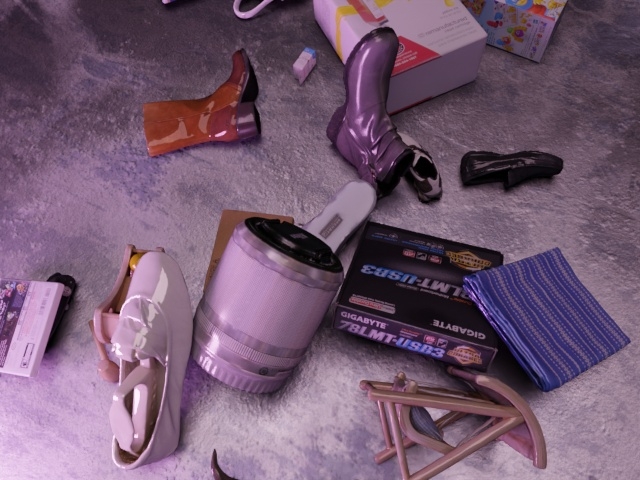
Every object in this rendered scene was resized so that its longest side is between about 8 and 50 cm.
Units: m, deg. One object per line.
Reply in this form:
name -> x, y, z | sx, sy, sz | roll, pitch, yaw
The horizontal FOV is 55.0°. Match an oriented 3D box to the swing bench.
swing bench -> 0.210, 0.301, 1.044 | 0.254, 0.253, 0.165 | -11, 81, -2

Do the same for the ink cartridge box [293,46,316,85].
ink cartridge box -> -0.044, -0.436, 1.542 | 0.028, 0.048, 0.083 | 25, 68, 14

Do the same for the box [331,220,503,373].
box -> 0.197, 0.094, 1.193 | 0.295, 0.073, 0.293 | 15, 35, 10

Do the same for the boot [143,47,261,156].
boot -> -0.292, -0.339, 1.507 | 0.280, 0.096, 0.264 | -9, 71, 6

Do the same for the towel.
towel -> 0.433, 0.132, 1.155 | 0.335, 0.040, 0.243 | -11, 59, -41

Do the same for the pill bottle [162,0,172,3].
pill bottle -> -0.363, -0.714, 1.667 | 0.169, 0.094, 0.094 | -22, 65, -7

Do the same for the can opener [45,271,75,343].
can opener -> -0.566, 0.155, 1.287 | 0.059, 0.073, 0.186 | 24, 65, -29

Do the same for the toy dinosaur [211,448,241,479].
toy dinosaur -> -0.127, 0.521, 1.067 | 0.160, 0.121, 0.314 | -10, 59, -15

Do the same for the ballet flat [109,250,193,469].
ballet flat -> -0.308, 0.223, 1.082 | 0.139, 0.139, 0.401 | 7, 102, 6

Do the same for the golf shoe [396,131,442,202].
golf shoe -> 0.218, -0.185, 1.385 | 0.077, 0.094, 0.198 | -27, 64, -9

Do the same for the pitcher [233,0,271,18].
pitcher -> -0.135, -0.686, 1.640 | 0.207, 0.125, 0.178 | -2, 84, 13

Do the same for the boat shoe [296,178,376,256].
boat shoe -> -0.003, -0.003, 1.298 | 0.113, 0.105, 0.306 | 40, 86, 10

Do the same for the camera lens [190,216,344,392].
camera lens -> -0.100, 0.110, 1.135 | 0.219, 0.219, 0.274 | 30, 102, 16

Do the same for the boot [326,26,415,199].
boot -> 0.135, -0.257, 1.302 | 0.118, 0.338, 0.223 | -19, 61, -23

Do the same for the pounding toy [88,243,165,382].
pounding toy -> -0.410, 0.134, 1.226 | 0.154, 0.154, 0.270 | 5, 64, 5

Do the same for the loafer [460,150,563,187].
loafer -> 0.426, -0.154, 1.373 | 0.223, 0.076, 0.078 | 2, 69, 9

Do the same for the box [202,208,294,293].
box -> -0.154, 0.031, 1.338 | 0.164, 0.021, 0.201 | 7, 64, 6

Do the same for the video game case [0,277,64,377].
video game case -> -0.617, 0.173, 1.252 | 0.173, 0.022, 0.191 | 2, 71, 24

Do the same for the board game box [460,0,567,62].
board game box -> 0.460, -0.587, 1.538 | 0.275, 0.144, 0.142 | 26, 68, 13

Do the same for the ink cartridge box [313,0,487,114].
ink cartridge box -> 0.180, -0.531, 1.515 | 0.279, 0.160, 0.385 | -25, 66, -9
